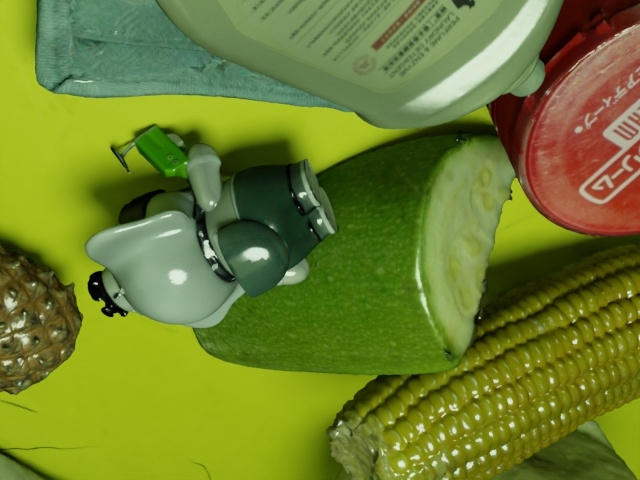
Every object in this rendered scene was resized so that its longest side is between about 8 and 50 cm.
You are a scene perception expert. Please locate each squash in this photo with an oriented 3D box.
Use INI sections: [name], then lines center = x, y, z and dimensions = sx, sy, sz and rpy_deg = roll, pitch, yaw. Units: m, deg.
[squash]
center = 0.000, 0.000, 0.752
dimensions = 0.288, 0.203, 0.111
rpy_deg = -2, 153, 46

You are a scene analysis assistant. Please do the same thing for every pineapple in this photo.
[pineapple]
center = -0.283, 0.017, 0.655
dimensions = 0.111, 0.119, 0.237
rpy_deg = -2, 146, 36

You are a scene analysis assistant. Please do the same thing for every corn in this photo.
[corn]
center = 0.170, 0.109, 0.753
dimensions = 0.344, 0.131, 0.131
rpy_deg = -24, 141, -20

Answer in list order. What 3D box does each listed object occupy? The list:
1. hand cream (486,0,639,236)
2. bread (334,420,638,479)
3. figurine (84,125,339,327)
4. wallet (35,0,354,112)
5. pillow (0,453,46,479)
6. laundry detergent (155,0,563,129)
[hand cream]
center = 0.207, -0.108, 0.612
dimensions = 0.193, 0.125, 0.193
rpy_deg = -6, 138, -5
[bread]
center = 0.160, 0.299, 0.907
dimensions = 0.320, 0.320, 0.237
rpy_deg = -10, 109, -1
[figurine]
center = -0.085, 0.002, 0.663
dimensions = 0.192, 0.126, 0.147
rpy_deg = -25, 133, 10
[wallet]
center = -0.029, -0.210, 0.495
dimensions = 0.237, 0.075, 0.342
rpy_deg = 1, 136, -18
[pillow]
center = -0.347, 0.271, 0.932
dimensions = 0.134, 0.078, 0.181
rpy_deg = -33, 130, 18
[laundry detergent]
center = 0.037, -0.143, 0.463
dimensions = 0.253, 0.091, 0.181
rpy_deg = 26, 119, -37
